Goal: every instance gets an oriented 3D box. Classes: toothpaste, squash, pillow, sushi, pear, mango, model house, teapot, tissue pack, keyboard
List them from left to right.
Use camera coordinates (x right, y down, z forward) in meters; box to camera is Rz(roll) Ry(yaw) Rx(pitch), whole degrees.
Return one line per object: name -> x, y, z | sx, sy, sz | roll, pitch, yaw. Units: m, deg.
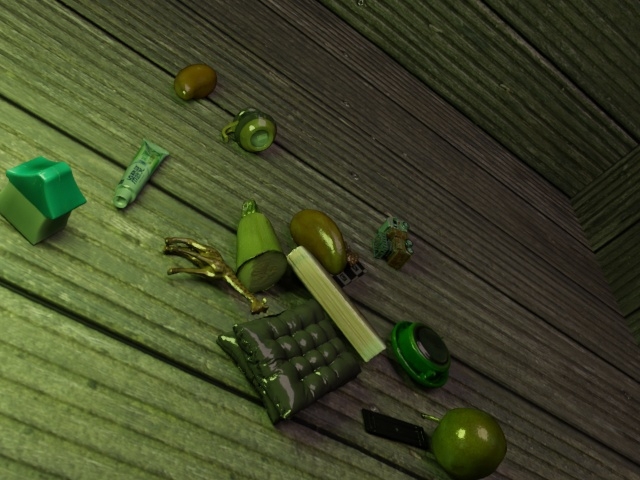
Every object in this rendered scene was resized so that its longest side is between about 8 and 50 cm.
model house -> -0.528, -0.090, 1.301 | 0.127, 0.149, 0.100 | 45, 33, -3
toothpaste -> -0.428, -0.163, 1.620 | 0.075, 0.048, 0.297 | 30, 29, -14
mango -> -0.373, -0.463, 2.013 | 0.102, 0.085, 0.184 | 47, 40, -6
teapot -> -0.214, -0.326, 2.021 | 0.166, 0.130, 0.119 | -12, 40, -20
squash -> -0.149, 0.007, 1.697 | 0.137, 0.137, 0.287 | 30, 26, -25
pillow -> -0.055, 0.254, 1.524 | 0.326, 0.101, 0.228 | -16, 69, -55
mango -> 0.000, 0.000, 1.838 | 0.099, 0.136, 0.227 | -10, 43, -34
tissue pack -> 0.039, 0.157, 1.717 | 0.325, 0.071, 0.170 | 51, 1, 9
sushi -> 0.045, 0.019, 1.972 | 0.215, 0.050, 0.192 | 51, 30, 9
keyboard -> 0.181, 0.456, 1.648 | 0.204, 0.013, 0.061 | 25, 35, -31
pear -> 0.343, 0.478, 1.667 | 0.216, 0.180, 0.166 | 40, 60, 21

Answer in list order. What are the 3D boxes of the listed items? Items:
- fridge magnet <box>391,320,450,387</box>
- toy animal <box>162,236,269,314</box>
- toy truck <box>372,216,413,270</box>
fridge magnet -> 0.279, 0.307, 1.873 | 0.208, 0.088, 0.208 | 31, 33, -23
toy animal -> -0.233, 0.074, 1.525 | 0.275, 0.054, 0.149 | 31, 22, -8
toy truck -> 0.228, -0.001, 2.199 | 0.115, 0.080, 0.177 | 22, 38, -19
